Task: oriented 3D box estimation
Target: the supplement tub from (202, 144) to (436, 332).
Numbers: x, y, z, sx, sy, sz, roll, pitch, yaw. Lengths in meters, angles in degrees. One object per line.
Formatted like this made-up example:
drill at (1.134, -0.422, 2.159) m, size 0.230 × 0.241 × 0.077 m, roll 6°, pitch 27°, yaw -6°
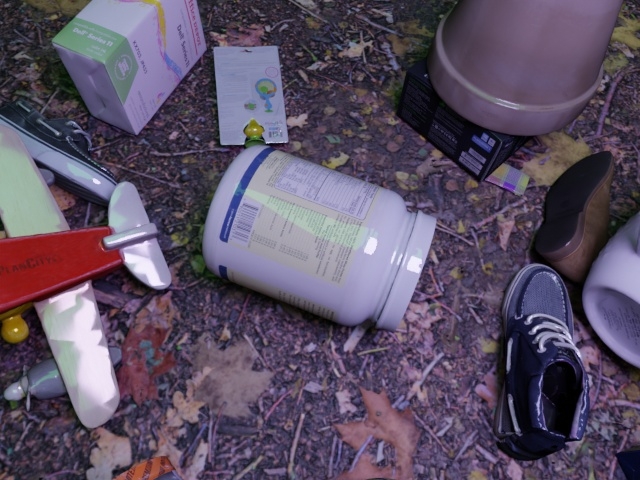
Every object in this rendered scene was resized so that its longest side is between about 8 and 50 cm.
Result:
supplement tub at (0.000, 0.000, 0.834) m, size 0.325 × 0.235 × 0.235 m, roll 21°, pitch 64°, yaw 7°

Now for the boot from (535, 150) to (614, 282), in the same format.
boot at (0.511, -0.050, 0.987) m, size 0.115 × 0.112 × 0.305 m, roll 43°, pitch 60°, yaw -16°

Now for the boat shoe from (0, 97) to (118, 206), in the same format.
boat shoe at (-0.496, -0.183, 0.959) m, size 0.335 × 0.121 × 0.119 m, roll 30°, pitch 70°, yaw 13°

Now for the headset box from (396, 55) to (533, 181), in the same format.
headset box at (0.350, -0.306, 1.063) m, size 0.283 × 0.131 × 0.246 m, roll -37°, pitch 69°, yaw -21°

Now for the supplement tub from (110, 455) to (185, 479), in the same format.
supplement tub at (-0.183, 0.447, 0.623) m, size 0.193 × 0.193 × 0.316 m, roll -31°, pitch 70°, yaw -17°

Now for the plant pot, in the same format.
plant pot at (0.372, -0.393, 0.879) m, size 0.323 × 0.280 × 0.323 m, roll 1°, pitch 62°, yaw -2°

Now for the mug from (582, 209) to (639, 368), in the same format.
mug at (0.596, 0.018, 0.800) m, size 0.328 × 0.374 × 0.276 m, roll -31°, pitch 32°, yaw -10°

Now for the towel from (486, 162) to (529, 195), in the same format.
towel at (0.385, -0.129, 1.049) m, size 0.083 × 0.009 × 0.060 m, roll 26°, pitch 64°, yaw 9°

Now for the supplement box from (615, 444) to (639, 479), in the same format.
supplement box at (0.524, 0.340, 0.780) m, size 0.083 × 0.083 × 0.056 m, roll -13°, pitch 66°, yaw -11°

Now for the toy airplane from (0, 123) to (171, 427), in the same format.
toy airplane at (-0.441, 0.051, 0.797) m, size 0.384 × 0.272 × 0.386 m, roll 33°, pitch 49°, yaw -29°

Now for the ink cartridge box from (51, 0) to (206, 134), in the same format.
ink cartridge box at (-0.348, -0.420, 1.039) m, size 0.119 × 0.207 × 0.353 m, roll 23°, pitch 65°, yaw 9°

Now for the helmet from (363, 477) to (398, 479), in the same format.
helmet at (0.088, 0.401, 0.678) m, size 0.169 × 0.161 × 0.169 m, roll 1°, pitch 62°, yaw -2°

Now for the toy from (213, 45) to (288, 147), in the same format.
toy at (-0.149, -0.298, 1.076) m, size 0.137 × 0.056 × 0.237 m, roll -4°, pitch 69°, yaw -10°

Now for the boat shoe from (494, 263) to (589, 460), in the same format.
boat shoe at (0.368, 0.170, 0.814) m, size 0.127 × 0.158 × 0.340 m, roll 13°, pitch 64°, yaw 3°
